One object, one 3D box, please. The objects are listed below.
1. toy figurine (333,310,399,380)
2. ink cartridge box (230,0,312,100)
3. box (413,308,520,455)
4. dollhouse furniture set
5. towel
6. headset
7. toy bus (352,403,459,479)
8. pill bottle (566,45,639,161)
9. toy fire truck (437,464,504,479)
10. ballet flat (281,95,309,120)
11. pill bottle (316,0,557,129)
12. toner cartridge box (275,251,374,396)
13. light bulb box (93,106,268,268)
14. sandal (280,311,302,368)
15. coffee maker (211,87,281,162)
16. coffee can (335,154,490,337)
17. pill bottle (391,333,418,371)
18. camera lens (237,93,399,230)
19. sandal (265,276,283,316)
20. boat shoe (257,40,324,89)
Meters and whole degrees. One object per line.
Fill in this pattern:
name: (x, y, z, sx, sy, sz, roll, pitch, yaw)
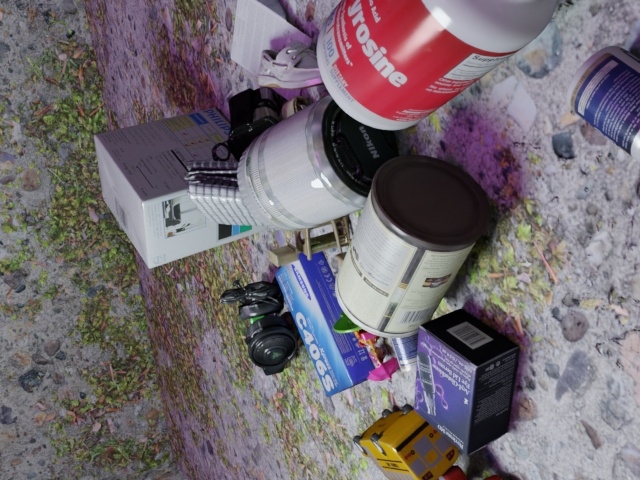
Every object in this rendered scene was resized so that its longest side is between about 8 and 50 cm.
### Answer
toy figurine: (0.113, 0.233, 1.541, 0.173, 0.130, 0.159, -138, 25, -78)
ink cartridge box: (-0.106, -0.451, 1.609, 0.232, 0.066, 0.189, 36, 139, 18)
box: (0.262, 0.256, 1.269, 0.153, 0.108, 0.207, 34, 133, 49)
dollhouse furniture set: (0.000, 0.000, 1.511, 0.161, 0.182, 0.101, 29, 130, 52)
towel: (-0.170, -0.113, 1.603, 0.284, 0.235, 0.121, 69, -155, -78)
headset: (-0.172, 0.213, 1.821, 0.394, 0.185, 0.243, 102, 152, -59)
toy bus: (0.171, 0.435, 1.473, 0.130, 0.108, 0.333, 50, 162, 7)
pill bottle: (0.387, -0.151, 0.830, 0.169, 0.094, 0.094, 52, 146, 34)
toy fire truck: (0.303, 0.593, 1.355, 0.254, 0.169, 0.302, 98, 148, -70)
ballet flat: (-0.017, -0.212, 1.542, 0.248, 0.086, 0.086, 66, 151, 13)
pill bottle: (0.174, -0.331, 0.969, 0.407, 0.229, 0.229, -31, 79, 61)
toner cartridge box: (0.007, 0.203, 1.727, 0.348, 0.075, 0.165, 66, 150, 13)
light bulb box: (-0.376, -0.158, 1.904, 0.358, 0.361, 0.225, 47, 144, 39)
sandal: (-0.080, 0.276, 1.940, 0.090, 0.060, 0.219, -120, 27, -43)
coffee maker: (-0.170, -0.272, 1.620, 0.178, 0.171, 0.120, -102, 10, -53)
coffee can: (0.152, 0.016, 1.228, 0.201, 0.201, 0.275, 56, 148, 28)
pill bottle: (0.180, 0.204, 1.428, 0.067, 0.067, 0.120, -18, 90, 62)
camera lens: (-0.003, -0.145, 1.343, 0.274, 0.219, 0.219, -19, 89, 45)
sandal: (-0.129, 0.177, 2.002, 0.067, 0.040, 0.179, 45, 128, 32)
boat shoe: (-0.053, -0.375, 1.474, 0.277, 0.098, 0.096, 17, 117, 50)
